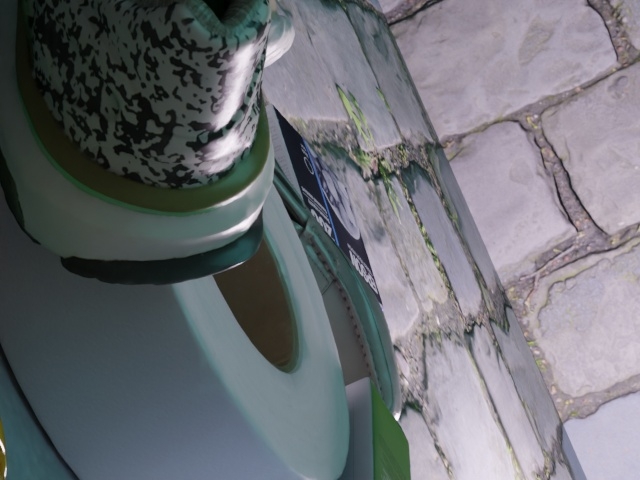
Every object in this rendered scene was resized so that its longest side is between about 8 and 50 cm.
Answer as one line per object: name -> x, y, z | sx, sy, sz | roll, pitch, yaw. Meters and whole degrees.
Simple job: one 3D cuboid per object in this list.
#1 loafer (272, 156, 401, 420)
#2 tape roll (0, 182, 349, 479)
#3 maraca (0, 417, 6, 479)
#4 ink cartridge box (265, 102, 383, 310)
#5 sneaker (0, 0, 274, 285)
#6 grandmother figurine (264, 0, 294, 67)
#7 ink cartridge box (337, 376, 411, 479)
loafer -> -0.046, 0.014, 1.011 | 0.319, 0.112, 0.111 | 58, 18, -2
tape roll -> -0.086, 0.025, 0.818 | 0.286, 0.100, 0.286 | 60, 14, -26
maraca -> -0.162, 0.059, 0.465 | 0.186, 0.099, 0.127 | 40, -26, 57
ink cartridge box -> 0.000, 0.000, 1.351 | 0.206, 0.045, 0.208 | 46, 25, -59
sneaker -> -0.092, -0.192, 0.670 | 0.182, 0.158, 0.410 | -55, -131, 50
grandmother figurine -> -0.114, -0.274, 1.203 | 0.342, 0.104, 0.208 | 59, 1, -45
ink cartridge box -> -0.003, 0.181, 0.859 | 0.062, 0.109, 0.209 | 60, 14, -23
